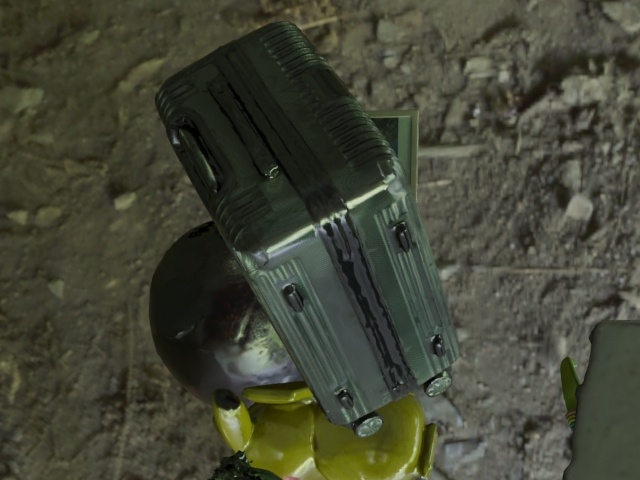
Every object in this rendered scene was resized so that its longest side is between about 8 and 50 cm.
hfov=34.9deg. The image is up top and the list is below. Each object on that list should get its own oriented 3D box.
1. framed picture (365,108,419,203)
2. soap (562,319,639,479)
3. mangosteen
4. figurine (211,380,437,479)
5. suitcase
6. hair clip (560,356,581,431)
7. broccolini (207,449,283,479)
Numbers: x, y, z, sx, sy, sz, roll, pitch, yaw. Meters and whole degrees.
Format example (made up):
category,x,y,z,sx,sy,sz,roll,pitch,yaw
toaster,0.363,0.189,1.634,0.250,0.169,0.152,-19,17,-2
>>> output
category,x,y,z,sx,sy,sz,roll,pitch,yaw
framed picture,0.050,-0.149,1.958,0.281,0.019,0.209,-1,84,12
soap,0.215,0.203,0.566,0.159,0.302,0.257,3,61,19
mangosteen,-0.125,0.116,1.880,0.381,0.421,0.381,24,39,-21
figurine,-0.002,0.270,1.393,0.327,0.218,0.169,-6,69,3
suitcase,0.000,0.000,0.770,0.128,0.312,0.202,-30,52,-4
hair clip,0.393,0.254,1.524,0.033,0.060,0.188,1,49,-19
broccolini,-0.020,0.292,1.172,0.254,0.057,0.071,4,76,28
